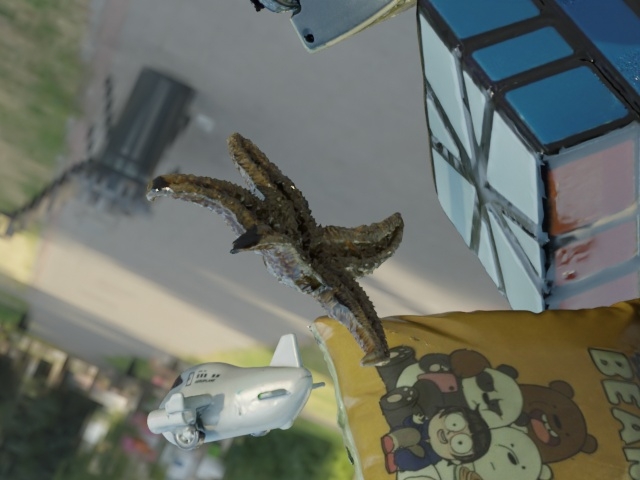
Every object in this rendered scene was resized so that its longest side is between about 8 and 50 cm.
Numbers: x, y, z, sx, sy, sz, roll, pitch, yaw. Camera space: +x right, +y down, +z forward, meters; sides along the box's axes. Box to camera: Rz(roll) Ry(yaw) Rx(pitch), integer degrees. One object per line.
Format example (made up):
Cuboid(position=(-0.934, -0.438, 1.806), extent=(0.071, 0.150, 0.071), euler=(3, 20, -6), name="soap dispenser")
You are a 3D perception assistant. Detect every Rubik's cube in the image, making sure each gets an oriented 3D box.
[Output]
Cuboid(position=(0.272, -0.101, 1.718), extent=(0.288, 0.283, 0.293), euler=(-122, 19, -46), name="Rubik's cube")

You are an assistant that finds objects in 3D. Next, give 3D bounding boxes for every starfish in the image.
Cuboid(position=(-0.005, 0.006, 1.146), extent=(0.213, 0.057, 0.238), euler=(50, -159, 25), name="starfish")

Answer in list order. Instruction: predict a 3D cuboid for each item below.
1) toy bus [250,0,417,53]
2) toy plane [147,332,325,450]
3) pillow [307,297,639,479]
Cuboid(position=(-0.001, -0.397, 1.893), extent=(0.177, 0.202, 0.365), euler=(-24, 92, 49), name="toy bus")
Cuboid(position=(-0.078, 0.142, 1.631), extent=(0.174, 0.080, 0.174), euler=(-15, 173, -2), name="toy plane")
Cuboid(position=(0.163, 0.178, 1.479), extent=(0.312, 0.310, 0.119), euler=(0, 141, -15), name="pillow")
